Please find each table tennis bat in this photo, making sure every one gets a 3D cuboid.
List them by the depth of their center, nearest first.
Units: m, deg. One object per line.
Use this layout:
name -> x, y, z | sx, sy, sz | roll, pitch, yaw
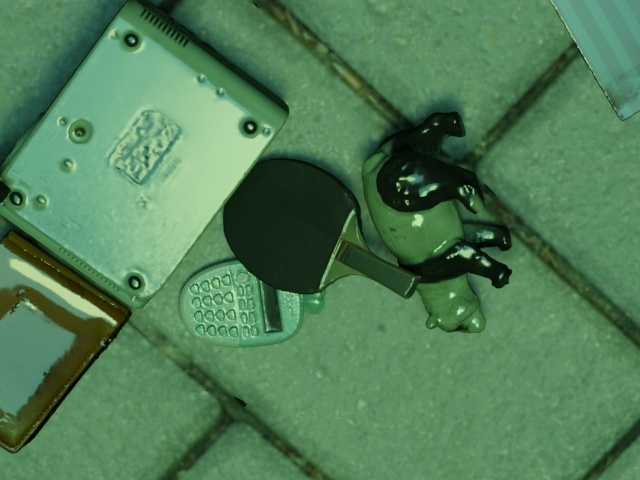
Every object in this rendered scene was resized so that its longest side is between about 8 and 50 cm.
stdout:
table tennis bat -> 0.000, 0.000, 1.972 | 0.220, 0.019, 0.130 | 27, 101, 17

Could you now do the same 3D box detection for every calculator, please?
calculator -> -0.070, 0.063, 2.024 | 0.153, 0.021, 0.095 | -8, 104, 1

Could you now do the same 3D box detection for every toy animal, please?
toy animal -> 0.121, -0.008, 1.978 | 0.121, 0.094, 0.225 | -18, 114, 14

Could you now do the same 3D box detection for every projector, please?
projector -> -0.182, -0.088, 1.941 | 0.198, 0.108, 0.250 | 37, 100, -8

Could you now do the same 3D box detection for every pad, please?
pad -> 0.381, -0.279, 1.965 | 0.300, 0.005, 0.202 | -31, 102, 5

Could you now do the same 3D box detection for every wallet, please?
wallet -> -0.316, 0.104, 2.020 | 0.161, 0.042, 0.195 | 36, 98, -14

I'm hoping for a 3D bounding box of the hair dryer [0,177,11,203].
hair dryer -> -0.406, -0.060, 1.926 | 0.236, 0.073, 0.131 | 13, 105, 20
